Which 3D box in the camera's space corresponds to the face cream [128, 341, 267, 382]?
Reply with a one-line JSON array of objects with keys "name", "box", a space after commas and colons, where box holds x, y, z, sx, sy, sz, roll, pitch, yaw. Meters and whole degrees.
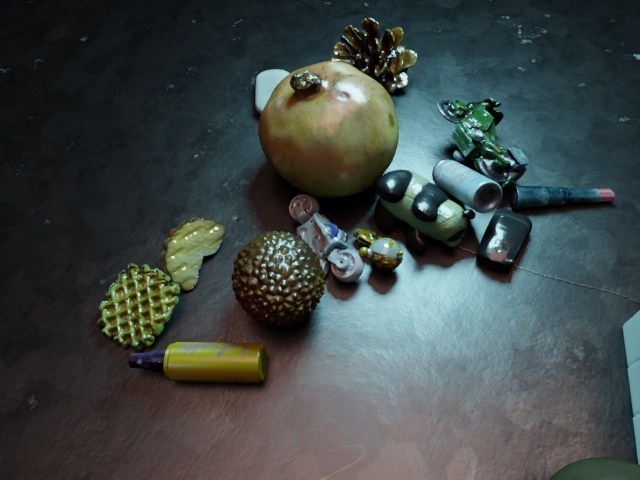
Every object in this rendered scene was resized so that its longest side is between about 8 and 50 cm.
[{"name": "face cream", "box": [-0.249, 0.244, 0.970, 0.274, 0.078, 0.078, 0, 58, 5]}]

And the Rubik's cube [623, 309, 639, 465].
[{"name": "Rubik's cube", "box": [0.711, 0.232, 0.769, 0.292, 0.291, 0.290, 7, 59, 9]}]

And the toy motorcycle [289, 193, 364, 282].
[{"name": "toy motorcycle", "box": [0.000, 0.000, 1.101, 0.113, 0.112, 0.254, -31, 62, -14]}]

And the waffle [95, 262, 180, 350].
[{"name": "waffle", "box": [-0.402, 0.143, 1.056, 0.169, 0.036, 0.183, 23, 75, 18]}]

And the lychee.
[{"name": "lychee", "box": [-0.084, 0.073, 1.004, 0.200, 0.200, 0.238, 11, 31, 11]}]

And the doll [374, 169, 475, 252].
[{"name": "doll", "box": [0.226, -0.072, 1.093, 0.135, 0.143, 0.234, -38, 62, -25]}]

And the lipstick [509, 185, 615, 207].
[{"name": "lipstick", "box": [0.573, -0.102, 1.135, 0.234, 0.053, 0.053, 0, 58, 2]}]

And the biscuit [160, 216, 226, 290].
[{"name": "biscuit", "box": [-0.307, 0.017, 1.122, 0.061, 0.118, 0.183, -4, 49, 56]}]

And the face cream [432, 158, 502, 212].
[{"name": "face cream", "box": [0.325, -0.135, 1.117, 0.075, 0.075, 0.229, -19, 26, -7]}]

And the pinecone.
[{"name": "pinecone", "box": [0.141, -0.499, 1.337, 0.202, 0.201, 0.228, 39, 93, 39]}]

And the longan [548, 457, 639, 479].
[{"name": "longan", "box": [0.438, 0.441, 0.692, 0.258, 0.258, 0.258, -2, 58, 4]}]

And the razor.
[{"name": "razor", "box": [0.411, -0.002, 1.081, 0.090, 0.054, 0.148, 24, 62, 22]}]

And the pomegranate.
[{"name": "pomegranate", "box": [0.016, -0.271, 1.128, 0.339, 0.338, 0.338, -2, 58, 4]}]

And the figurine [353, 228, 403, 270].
[{"name": "figurine", "box": [0.132, 0.015, 1.081, 0.102, 0.068, 0.143, 17, 19, -14]}]

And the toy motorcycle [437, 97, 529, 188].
[{"name": "toy motorcycle", "box": [0.408, -0.246, 1.189, 0.187, 0.124, 0.274, -11, 64, -32]}]

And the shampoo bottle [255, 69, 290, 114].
[{"name": "shampoo bottle", "box": [-0.134, -0.400, 1.379, 0.108, 0.051, 0.220, -3, 57, 0]}]
